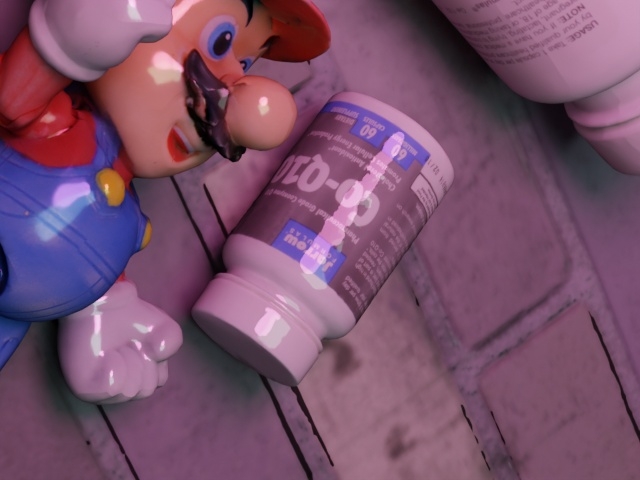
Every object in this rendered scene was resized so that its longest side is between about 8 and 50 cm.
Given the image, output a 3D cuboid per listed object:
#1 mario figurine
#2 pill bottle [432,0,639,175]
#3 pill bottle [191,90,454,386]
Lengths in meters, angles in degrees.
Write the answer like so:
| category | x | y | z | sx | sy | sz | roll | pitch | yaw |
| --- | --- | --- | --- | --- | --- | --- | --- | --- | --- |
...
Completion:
| category | x | y | z | sx | sy | sz | roll | pitch | yaw |
| --- | --- | --- | --- | --- | --- | --- | --- | --- | --- |
| mario figurine | -0.092 | -0.018 | 0.817 | 0.170 | 0.198 | 0.320 | 36 | 79 | -15 |
| pill bottle | 0.126 | -0.146 | 0.968 | 0.229 | 0.131 | 0.131 | 45 | 71 | -25 |
| pill bottle | 0.000 | 0.000 | 0.934 | 0.078 | 0.078 | 0.137 | 43 | 71 | -26 |
